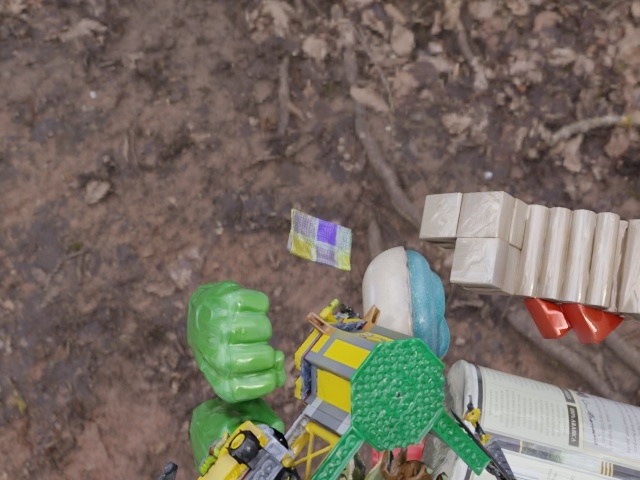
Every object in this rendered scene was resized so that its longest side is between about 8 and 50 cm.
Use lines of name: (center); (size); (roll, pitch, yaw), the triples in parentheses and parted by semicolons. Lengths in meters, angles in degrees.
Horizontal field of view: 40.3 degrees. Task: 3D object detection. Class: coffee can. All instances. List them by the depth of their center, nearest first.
coffee can: (0.268, 0.265, 0.987); (0.276, 0.201, 0.201); (15, 50, -1)

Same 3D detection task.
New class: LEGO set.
LEGO set: (0.018, 0.195, 0.563); (0.255, 0.331, 0.192); (-58, 27, -12)

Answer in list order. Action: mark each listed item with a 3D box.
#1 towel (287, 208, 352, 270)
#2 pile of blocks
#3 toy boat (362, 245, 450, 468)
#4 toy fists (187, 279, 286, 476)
towel: (0.000, 0.000, 1.002); (0.083, 0.009, 0.060); (21, 54, -21)
pile of blocks: (0.266, 0.045, 0.783); (0.362, 0.149, 0.112); (10, 78, 8)
toy boat: (0.140, 0.182, 1.245); (0.148, 0.267, 0.318); (-4, 59, 3)
toy fists: (-0.096, 0.184, 1.014); (0.096, 0.279, 0.142); (-2, 10, -18)
